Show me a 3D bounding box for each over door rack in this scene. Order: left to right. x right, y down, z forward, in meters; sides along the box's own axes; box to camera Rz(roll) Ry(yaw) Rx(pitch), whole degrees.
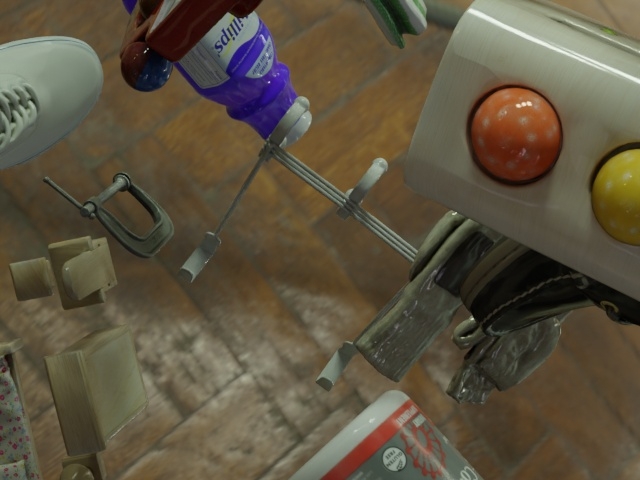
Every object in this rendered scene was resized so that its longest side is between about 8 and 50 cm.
[{"bbox_3d":[0.000,0.000,1.755,0.239,0.324,0.108,38,48,0],"label":"over door rack"}]

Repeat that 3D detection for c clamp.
[{"bbox_3d":[-0.223,-0.039,1.702,0.137,0.022,0.160,45,19,2],"label":"c clamp"}]

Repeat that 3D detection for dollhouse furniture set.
[{"bbox_3d":[-0.405,0.178,1.780,0.174,0.355,0.303,-40,118,-77],"label":"dollhouse furniture set"}]

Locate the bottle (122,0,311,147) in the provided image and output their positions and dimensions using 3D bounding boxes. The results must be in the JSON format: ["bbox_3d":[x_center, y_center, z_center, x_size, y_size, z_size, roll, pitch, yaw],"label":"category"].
[{"bbox_3d":[-0.115,-0.227,1.822,0.283,0.092,0.118,50,53,-31],"label":"bottle"}]

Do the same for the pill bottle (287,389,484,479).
[{"bbox_3d":[0.131,0.363,1.715,0.363,0.210,0.210,47,52,7],"label":"pill bottle"}]

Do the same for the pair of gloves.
[{"bbox_3d":[0.153,0.059,1.452,0.240,0.204,0.042,28,12,-46],"label":"pair of gloves"}]

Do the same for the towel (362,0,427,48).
[{"bbox_3d":[-0.013,-0.318,1.199,0.248,0.038,0.325,51,14,-36],"label":"towel"}]

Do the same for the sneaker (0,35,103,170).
[{"bbox_3d":[-0.257,-0.086,1.152,0.258,0.091,0.094,-33,113,-36],"label":"sneaker"}]

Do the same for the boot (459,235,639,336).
[{"bbox_3d":[0.302,0.084,1.203,0.138,0.377,0.284,3,65,-56],"label":"boot"}]

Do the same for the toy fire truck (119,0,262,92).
[{"bbox_3d":[-0.113,-0.273,1.484,0.169,0.302,0.254,34,53,-18],"label":"toy fire truck"}]

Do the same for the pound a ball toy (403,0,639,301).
[{"bbox_3d":[0.186,-0.077,0.863,0.319,0.208,0.136,28,22,19],"label":"pound a ball toy"}]
